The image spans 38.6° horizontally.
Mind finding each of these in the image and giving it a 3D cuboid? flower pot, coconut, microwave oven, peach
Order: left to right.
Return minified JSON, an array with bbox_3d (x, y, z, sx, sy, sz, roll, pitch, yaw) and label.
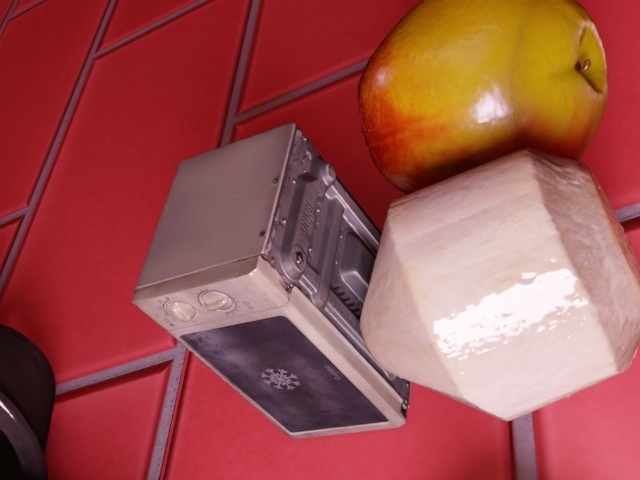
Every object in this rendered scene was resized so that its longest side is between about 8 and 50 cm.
[{"bbox_3d":[-0.402,0.194,1.022,0.269,0.269,0.166,-22,19,22],"label":"flower pot"},{"bbox_3d":[-0.021,0.039,0.821,0.145,0.240,0.194,-13,45,32],"label":"microwave oven"},{"bbox_3d":[0.152,-0.136,0.865,0.231,0.231,0.231,-23,41,22],"label":"peach"},{"bbox_3d":[0.137,0.040,0.727,0.222,0.202,0.202,-23,41,17],"label":"coconut"}]
